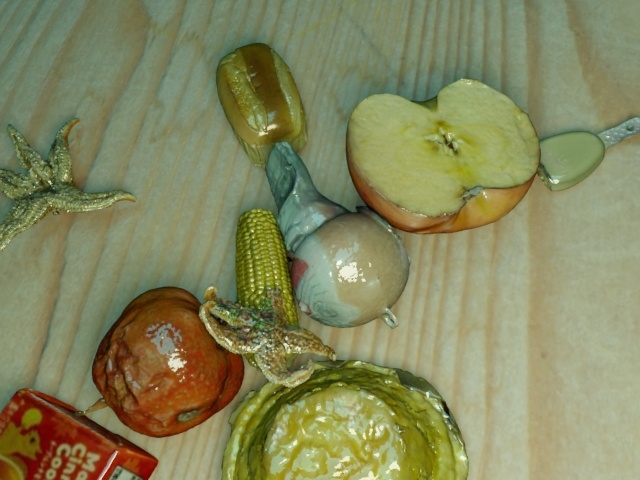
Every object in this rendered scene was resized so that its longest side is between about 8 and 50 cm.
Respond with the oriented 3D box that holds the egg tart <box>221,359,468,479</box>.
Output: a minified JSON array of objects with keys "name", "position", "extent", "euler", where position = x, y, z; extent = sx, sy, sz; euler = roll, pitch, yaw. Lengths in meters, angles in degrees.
[{"name":"egg tart","position":[0.025,0.294,1.013],"extent":[0.341,0.132,0.341],"euler":[-5,60,8]}]

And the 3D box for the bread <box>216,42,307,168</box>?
[{"name":"bread","position":[-0.107,-0.251,1.373],"extent":[0.140,0.106,0.236],"euler":[-22,59,-3]}]

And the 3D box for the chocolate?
[{"name":"chocolate","position":[-0.396,0.354,1.088],"extent":[0.235,0.108,0.237],"euler":[24,67,22]}]

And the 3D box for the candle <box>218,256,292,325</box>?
[{"name":"candle","position":[-0.108,0.083,1.227],"extent":[0.021,0.026,0.167],"euler":[44,74,6]}]

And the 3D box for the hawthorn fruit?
[{"name":"hawthorn fruit","position":[-0.243,0.195,1.093],"extent":[0.243,0.207,0.207],"euler":[-33,59,-2]}]

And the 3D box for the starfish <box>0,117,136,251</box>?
[{"name":"starfish","position":[-0.523,-0.100,1.393],"extent":[0.301,0.084,0.293],"euler":[-30,54,-9]}]

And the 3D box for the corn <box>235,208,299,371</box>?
[{"name":"corn","position":[-0.086,0.073,1.167],"extent":[0.091,0.091,0.260],"euler":[7,58,-31]}]

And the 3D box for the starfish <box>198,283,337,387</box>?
[{"name":"starfish","position":[-0.073,0.132,1.060],"extent":[0.210,0.053,0.150],"euler":[17,53,-18]}]

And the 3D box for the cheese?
[{"name":"cheese","position":[0.434,-0.150,1.231],"extent":[0.192,0.037,0.097],"euler":[-25,59,-1]}]

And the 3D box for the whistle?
[{"name":"whistle","position":[0.000,0.000,1.144],"extent":[0.189,0.189,0.348],"euler":[-34,68,-8]}]

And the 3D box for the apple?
[{"name":"apple","position":[0.178,-0.105,1.181],"extent":[0.293,0.163,0.251],"euler":[-12,59,-12]}]
